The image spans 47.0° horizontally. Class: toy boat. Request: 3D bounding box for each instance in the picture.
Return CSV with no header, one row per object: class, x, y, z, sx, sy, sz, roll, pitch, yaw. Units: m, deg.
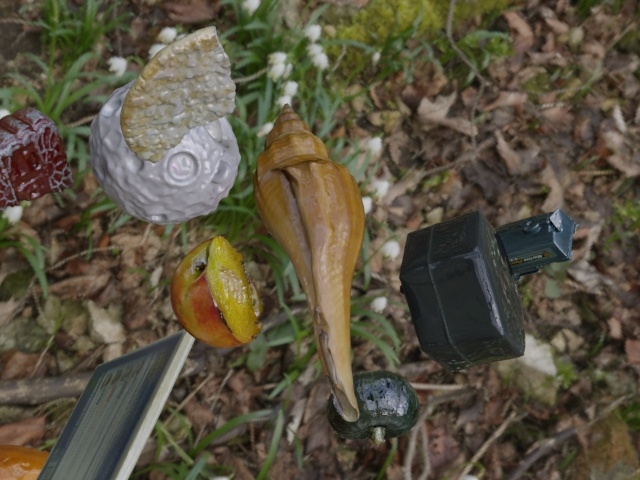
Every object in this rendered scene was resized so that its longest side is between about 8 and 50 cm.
toy boat,0.400,0.028,1.567,0.122,0.296,0.114,47,47,-22

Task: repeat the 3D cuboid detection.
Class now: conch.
conch,0.005,0.000,0.674,0.093,0.109,0.330,-1,57,-31

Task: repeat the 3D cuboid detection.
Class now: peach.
peach,-0.093,0.049,0.634,0.098,0.061,0.098,-17,90,-75

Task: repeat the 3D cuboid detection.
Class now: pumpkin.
pumpkin,0.118,0.378,1.650,0.211,0.211,0.152,28,47,-24

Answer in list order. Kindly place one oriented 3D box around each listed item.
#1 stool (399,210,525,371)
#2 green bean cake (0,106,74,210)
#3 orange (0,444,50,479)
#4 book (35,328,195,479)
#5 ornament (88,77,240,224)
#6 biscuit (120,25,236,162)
stool,0.219,0.080,1.128,0.232,0.141,0.232,45,36,-46
green bean cake,-0.650,-0.155,1.563,0.097,0.199,0.232,28,48,27
orange,-0.630,0.543,1.492,0.283,0.284,0.226,25,42,-28
book,-0.269,0.233,0.909,0.018,0.322,0.228,35,58,-22
ornament,-0.355,-0.196,1.649,0.337,0.337,0.337,30,31,-21
biscuit,-0.210,-0.216,1.119,0.188,0.265,0.040,-6,54,-47
